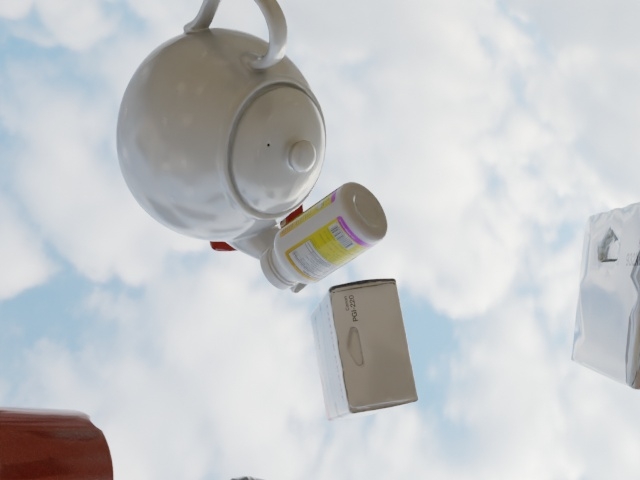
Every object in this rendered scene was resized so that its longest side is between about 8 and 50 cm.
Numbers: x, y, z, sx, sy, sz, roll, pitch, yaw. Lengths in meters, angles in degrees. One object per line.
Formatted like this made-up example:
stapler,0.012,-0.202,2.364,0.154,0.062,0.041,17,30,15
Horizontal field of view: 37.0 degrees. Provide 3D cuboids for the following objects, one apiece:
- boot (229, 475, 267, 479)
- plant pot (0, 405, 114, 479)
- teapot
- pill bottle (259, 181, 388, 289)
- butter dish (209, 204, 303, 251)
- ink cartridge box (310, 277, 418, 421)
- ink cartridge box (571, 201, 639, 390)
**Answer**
boot,-0.107,0.432,1.370,0.123,0.258,0.095,13,-138,-24
plant pot,-0.449,0.340,1.320,0.265,0.272,0.272,8,-135,-48
teapot,-0.082,-0.112,1.034,0.187,0.252,0.256,16,166,41
pill bottle,0.000,0.000,0.613,0.043,0.083,0.043,34,-142,-32
butter dish,-0.104,-0.055,1.607,0.160,0.118,0.160,-7,-104,5
ink cartridge box,0.051,0.147,1.247,0.092,0.218,0.158,-8,-102,-7
ink cartridge box,0.360,0.060,0.697,0.307,0.223,0.129,8,-92,5
